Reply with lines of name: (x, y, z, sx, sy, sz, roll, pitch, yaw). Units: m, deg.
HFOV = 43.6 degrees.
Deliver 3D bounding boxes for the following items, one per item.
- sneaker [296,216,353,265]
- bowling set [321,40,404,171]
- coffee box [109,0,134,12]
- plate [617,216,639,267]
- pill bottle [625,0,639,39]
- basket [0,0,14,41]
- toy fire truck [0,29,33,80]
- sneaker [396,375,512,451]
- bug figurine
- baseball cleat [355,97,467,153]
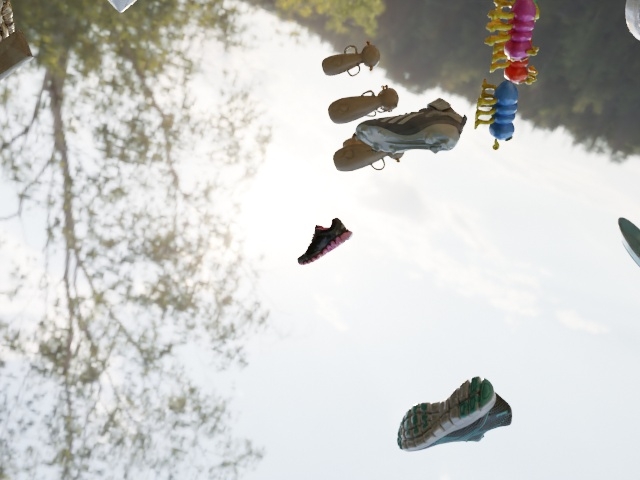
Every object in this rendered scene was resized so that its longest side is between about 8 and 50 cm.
sneaker: (0.000, 0.000, 1.446, 0.057, 0.119, 0.047, 55, -160, 0)
bowling set: (0.114, -0.268, 1.734, 0.154, 0.286, 0.200, -11, 168, 18)
coffee box: (-0.138, -0.383, 0.739, 0.168, 0.297, 0.119, 47, 174, 8)
plate: (0.688, 0.030, 1.699, 0.188, 0.024, 0.188, 33, -148, -24)
pill bottle: (0.745, -0.397, 1.456, 0.229, 0.228, 0.407, 12, -158, -20)
basket: (-0.562, -0.435, 1.227, 0.214, 0.299, 0.223, 15, -135, 17)
toy fire truck: (-0.539, -0.261, 1.079, 0.246, 0.216, 0.158, -20, -169, -28)
sneaker: (0.166, 0.230, 0.991, 0.076, 0.166, 0.065, 35, -137, -24)
bug figurine: (0.280, -0.274, 1.161, 0.072, 0.216, 0.279, 9, -141, 14)
baseball cleat: (0.166, -0.207, 1.446, 0.206, 0.109, 0.072, 12, 150, 32)
